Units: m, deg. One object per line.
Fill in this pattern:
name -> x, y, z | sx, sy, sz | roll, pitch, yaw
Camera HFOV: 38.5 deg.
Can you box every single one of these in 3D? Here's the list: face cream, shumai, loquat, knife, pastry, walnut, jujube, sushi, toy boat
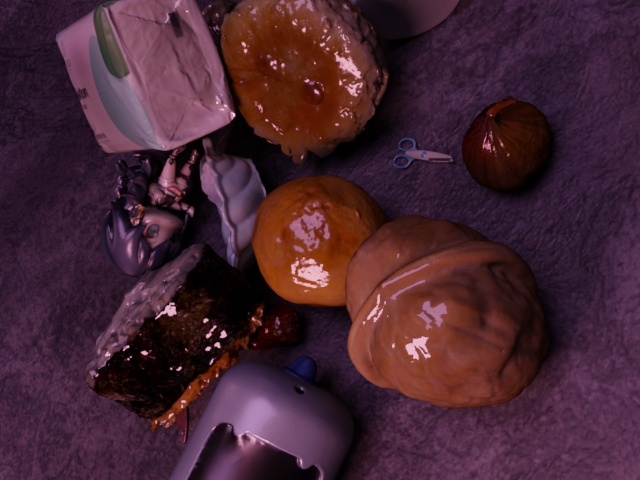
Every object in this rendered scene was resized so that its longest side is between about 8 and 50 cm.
face cream -> 0.130, -0.487, 1.601 | 0.201, 0.201, 0.187 | -27, 59, 23
shumai -> -0.166, -0.357, 1.790 | 0.176, 0.166, 0.205 | 28, 114, 30
loquat -> 0.000, 0.000, 1.506 | 0.238, 0.193, 0.238 | -12, 71, 36
knife -> -0.269, 0.258, 1.704 | 0.035, 0.018, 0.247 | -27, 61, 20
pastry -> -0.022, -0.300, 1.590 | 0.330, 0.329, 0.136 | -5, 29, 33
walnut -> 0.169, 0.102, 1.307 | 0.285, 0.285, 0.296 | -40, 48, 15
jujube -> -0.089, 0.151, 1.586 | 0.129, 0.077, 0.077 | -18, 62, 41
sushi -> -0.246, 0.154, 1.586 | 0.348, 0.207, 0.234 | -42, 20, 28
toy boat -> -0.151, -0.064, 1.665 | 0.100, 0.199, 0.290 | -14, 53, -11

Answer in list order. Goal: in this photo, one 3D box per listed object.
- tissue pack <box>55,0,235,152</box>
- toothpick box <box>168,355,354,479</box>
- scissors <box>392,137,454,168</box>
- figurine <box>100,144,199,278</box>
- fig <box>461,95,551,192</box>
tissue pack -> -0.328, -0.304, 1.682 | 0.194, 0.266, 0.356 | -27, 15, -25
toothpick box -> -0.093, 0.342, 1.422 | 0.263, 0.263, 0.354 | 23, 85, 38
scissors -> 0.175, -0.145, 1.554 | 0.119, 0.014, 0.058 | 11, 79, 40
figurine -> -0.326, -0.057, 1.763 | 0.197, 0.175, 0.265 | -4, 65, 62
fig -> 0.267, -0.157, 1.382 | 0.134, 0.201, 0.146 | 7, 82, 27
